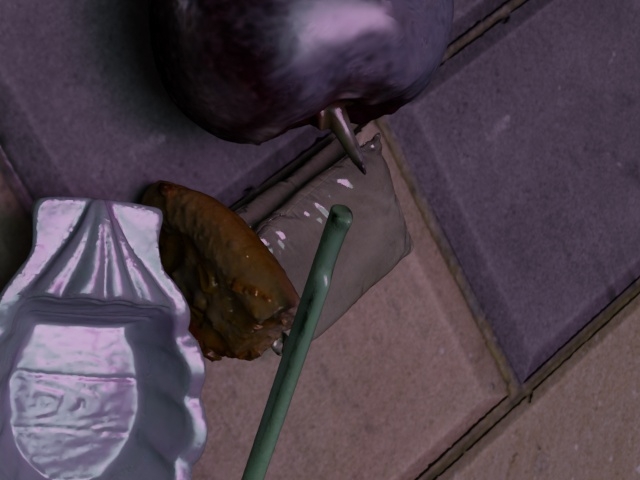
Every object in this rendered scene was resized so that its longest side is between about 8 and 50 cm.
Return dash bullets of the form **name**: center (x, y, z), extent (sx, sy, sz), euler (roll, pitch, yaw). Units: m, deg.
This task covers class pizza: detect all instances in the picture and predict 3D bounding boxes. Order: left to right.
- **pizza**: center (-0.100, 0.038, 1.225), extent (0.062, 0.182, 0.161), euler (-15, 145, -40)

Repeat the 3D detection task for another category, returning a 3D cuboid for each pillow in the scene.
- **pillow**: center (0.000, 0.000, 1.315), extent (0.181, 0.078, 0.134), euler (-39, 116, -28)

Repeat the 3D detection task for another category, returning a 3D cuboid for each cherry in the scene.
- **cherry**: center (-0.017, -0.194, 1.206), extent (0.255, 0.218, 0.296), euler (-15, 96, -25)

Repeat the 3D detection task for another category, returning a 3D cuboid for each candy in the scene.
- **candy**: center (-0.046, 0.161, 1.180), extent (0.119, 0.119, 0.440), euler (-3, 123, -33)

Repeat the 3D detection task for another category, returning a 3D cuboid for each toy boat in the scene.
- **toy boat**: center (-0.191, 0.110, 1.176), extent (0.199, 0.100, 0.290), euler (5, 93, -29)
